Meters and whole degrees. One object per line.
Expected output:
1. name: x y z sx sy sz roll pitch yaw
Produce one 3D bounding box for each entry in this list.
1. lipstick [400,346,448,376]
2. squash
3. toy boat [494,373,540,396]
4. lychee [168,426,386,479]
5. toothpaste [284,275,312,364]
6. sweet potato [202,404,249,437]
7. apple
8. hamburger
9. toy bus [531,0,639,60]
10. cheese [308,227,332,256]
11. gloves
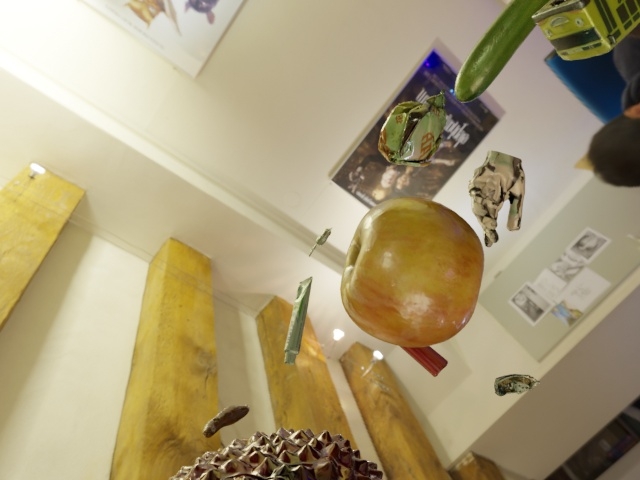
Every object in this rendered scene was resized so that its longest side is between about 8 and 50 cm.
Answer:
1. lipstick: 0.302 0.345 1.527 0.279 0.073 0.073 40 -168 15
2. squash: 0.392 -0.432 0.972 0.082 0.292 0.082 34 -166 -10
3. toy boat: 0.345 0.254 0.788 0.083 0.038 0.038 -7 -156 -7
4. lychee: -0.087 0.512 0.692 0.424 0.500 0.425 34 -150 -23
5. toothpaste: -0.072 0.255 1.457 0.048 0.075 0.297 30 -127 -27
6. sweet potato: -0.127 0.236 0.588 0.026 0.026 0.115 43 -169 16
7. apple: 0.166 0.058 0.829 0.233 0.286 0.286 16 -165 -3
8. hamburger: 0.282 -0.328 1.295 0.125 0.235 0.214 32 -149 34
9. toy bus: 0.368 -0.313 0.563 0.101 0.175 0.088 48 177 -21
10. cheese: 0.000 0.000 1.461 0.026 0.121 0.067 38 -152 -7
11. gloves: 0.403 -0.093 1.043 0.127 0.212 0.111 9 -169 -39
